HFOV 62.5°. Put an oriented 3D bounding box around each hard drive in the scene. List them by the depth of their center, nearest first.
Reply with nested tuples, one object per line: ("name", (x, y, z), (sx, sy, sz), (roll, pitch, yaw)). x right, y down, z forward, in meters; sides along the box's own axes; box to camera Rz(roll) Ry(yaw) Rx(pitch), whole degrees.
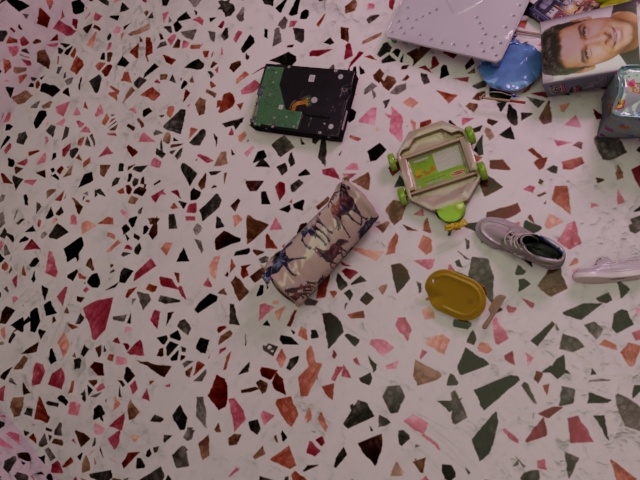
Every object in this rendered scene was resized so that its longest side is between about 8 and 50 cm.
("hard drive", (-0.059, -0.472, 1.797), (0.338, 0.064, 0.237), (11, 82, 20))

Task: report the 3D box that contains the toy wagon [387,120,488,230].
("toy wagon", (0.361, -0.186, 1.593), (0.267, 0.068, 0.345), (-17, 74, 15))

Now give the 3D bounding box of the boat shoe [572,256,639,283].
("boat shoe", (0.766, 0.074, 1.403), (0.184, 0.066, 0.063), (-8, 65, 18))

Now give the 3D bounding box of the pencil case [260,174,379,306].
("pencil case", (0.000, 0.000, 1.625), (0.183, 0.160, 0.410), (43, 94, 7))

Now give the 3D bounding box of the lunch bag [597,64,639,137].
("lunch bag", (0.885, -0.352, 1.365), (0.262, 0.223, 0.160), (7, 89, 20))

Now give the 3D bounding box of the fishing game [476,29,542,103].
("fishing game", (0.578, -0.529, 1.608), (0.189, 0.041, 0.264), (13, 75, 20))

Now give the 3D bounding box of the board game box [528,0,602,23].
("board game box", (0.772, -0.671, 1.569), (0.165, 0.042, 0.243), (-43, 69, 6))

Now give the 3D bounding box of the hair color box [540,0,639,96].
("hair color box", (0.805, -0.530, 1.433), (0.374, 0.113, 0.186), (-3, 85, 30))

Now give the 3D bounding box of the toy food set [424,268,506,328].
("toy food set", (0.410, 0.156, 1.509), (0.217, 0.071, 0.128), (25, 111, 24))

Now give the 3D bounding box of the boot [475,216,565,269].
("boot", (0.552, -0.005, 1.458), (0.258, 0.123, 0.095), (25, 87, 22))

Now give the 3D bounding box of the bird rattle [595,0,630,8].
("bird rattle", (0.897, -0.753, 1.486), (0.253, 0.143, 0.207), (-11, 47, -6))

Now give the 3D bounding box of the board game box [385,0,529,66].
("board game box", (0.459, -0.761, 1.670), (0.389, 0.050, 0.390), (24, 84, 25))
